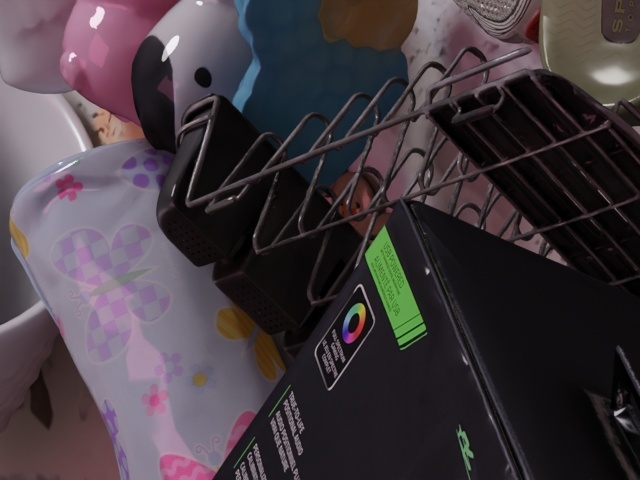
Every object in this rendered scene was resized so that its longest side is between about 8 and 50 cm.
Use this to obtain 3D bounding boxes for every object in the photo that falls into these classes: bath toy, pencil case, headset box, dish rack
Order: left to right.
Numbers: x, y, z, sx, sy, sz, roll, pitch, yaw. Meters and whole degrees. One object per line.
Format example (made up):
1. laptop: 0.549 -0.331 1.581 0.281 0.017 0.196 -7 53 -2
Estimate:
1. bath toy: -0.093 -0.134 1.058 0.348 0.151 0.129 22 160 52
2. pencil case: -0.085 0.076 1.107 0.124 0.113 0.273 -29 73 22
3. headset box: 0.043 0.161 0.653 0.283 0.131 0.246 -56 27 24
4. dish rack: 0.068 0.003 0.843 0.208 0.074 0.271 44 143 -24

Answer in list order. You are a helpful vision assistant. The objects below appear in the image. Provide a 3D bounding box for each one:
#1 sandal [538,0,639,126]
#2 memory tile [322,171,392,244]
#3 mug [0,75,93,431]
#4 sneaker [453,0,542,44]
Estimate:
1. sandal: 0.123 -0.197 0.770 0.120 0.086 0.303 5 94 52
2. memory tile: 0.000 0.000 1.064 0.148 0.012 0.113 48 133 37
3. mug: -0.329 0.007 1.320 0.328 0.276 0.374 121 143 -48
4. sneaker: 0.038 -0.171 0.900 0.225 0.093 0.088 53 135 30
